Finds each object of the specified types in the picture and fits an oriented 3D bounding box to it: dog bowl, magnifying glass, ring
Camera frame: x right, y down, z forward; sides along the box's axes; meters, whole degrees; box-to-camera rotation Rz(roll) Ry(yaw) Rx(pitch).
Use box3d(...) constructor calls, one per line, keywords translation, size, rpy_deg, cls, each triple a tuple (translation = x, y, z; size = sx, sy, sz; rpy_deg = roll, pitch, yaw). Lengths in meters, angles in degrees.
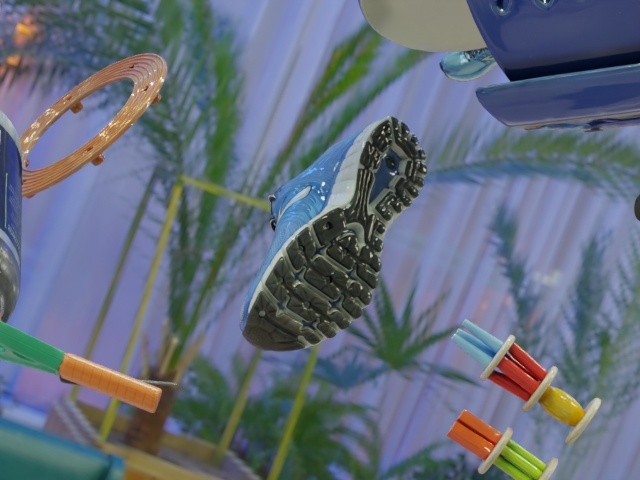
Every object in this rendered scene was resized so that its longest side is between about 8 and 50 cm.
box3d(translation=(0.164, -0.334, 1.540), size=(0.265, 0.104, 0.265), rpy_deg=(-6, -28, -3), cls="dog bowl")
box3d(translation=(-0.252, 0.102, 1.189), size=(0.231, 0.026, 0.092), rpy_deg=(19, -20, -1), cls="magnifying glass")
box3d(translation=(-0.375, -0.177, 2.119), size=(0.032, 0.336, 0.336), rpy_deg=(52, -15, -28), cls="ring")

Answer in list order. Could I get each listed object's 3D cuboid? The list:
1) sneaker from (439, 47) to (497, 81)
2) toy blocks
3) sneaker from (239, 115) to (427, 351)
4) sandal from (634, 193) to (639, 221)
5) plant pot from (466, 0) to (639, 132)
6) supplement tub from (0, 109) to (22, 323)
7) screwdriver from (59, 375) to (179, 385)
box3d(translation=(0.268, -0.315, 2.180), size=(0.073, 0.162, 0.063), rpy_deg=(70, 0, -59), cls="sneaker")
box3d(translation=(0.168, 0.156, 1.261), size=(0.148, 0.123, 0.054), rpy_deg=(36, -2, 8), cls="toy blocks")
box3d(translation=(0.000, 0.000, 1.572), size=(0.130, 0.330, 0.147), rpy_deg=(48, -34, -22), cls="sneaker")
box3d(translation=(0.535, -0.058, 1.965), size=(0.179, 0.040, 0.067), rpy_deg=(-21, -46, 42), cls="sandal")
box3d(translation=(0.264, -0.208, 1.170), size=(0.236, 0.212, 0.236), rpy_deg=(-3, 1, 35), cls="plant pot")
box3d(translation=(-0.447, -0.010, 1.536), size=(0.207, 0.207, 0.338), rpy_deg=(23, 32, -28), cls="supplement tub")
box3d(translation=(-0.265, 0.182, 1.770), size=(0.170, 0.024, 0.025), rpy_deg=(0, 29, 12), cls="screwdriver")
